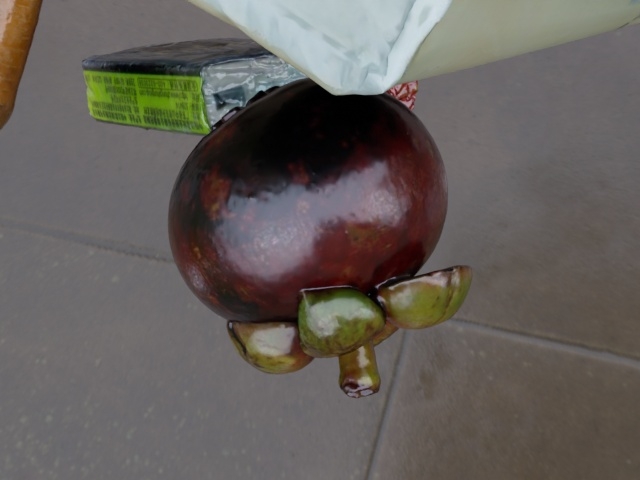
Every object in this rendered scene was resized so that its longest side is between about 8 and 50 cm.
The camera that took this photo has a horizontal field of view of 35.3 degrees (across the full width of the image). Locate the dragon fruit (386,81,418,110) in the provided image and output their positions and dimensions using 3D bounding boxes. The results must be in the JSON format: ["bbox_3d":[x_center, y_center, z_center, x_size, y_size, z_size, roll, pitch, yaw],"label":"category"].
[{"bbox_3d":[0.007,-0.208,1.658,0.330,0.240,0.302,-43,133,21],"label":"dragon fruit"}]

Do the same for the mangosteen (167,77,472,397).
[{"bbox_3d":[0.000,0.000,0.624,0.199,0.200,0.200,0,100,-3],"label":"mangosteen"}]

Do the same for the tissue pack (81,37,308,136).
[{"bbox_3d":[-0.084,-0.137,0.879,0.173,0.235,0.073,-14,107,-32],"label":"tissue pack"}]

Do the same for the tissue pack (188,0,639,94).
[{"bbox_3d":[0.037,-0.240,0.505,0.331,0.405,0.205,36,120,20],"label":"tissue pack"}]

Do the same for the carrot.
[{"bbox_3d":[-0.271,-0.205,0.881,0.062,0.066,0.271,31,109,14],"label":"carrot"}]
